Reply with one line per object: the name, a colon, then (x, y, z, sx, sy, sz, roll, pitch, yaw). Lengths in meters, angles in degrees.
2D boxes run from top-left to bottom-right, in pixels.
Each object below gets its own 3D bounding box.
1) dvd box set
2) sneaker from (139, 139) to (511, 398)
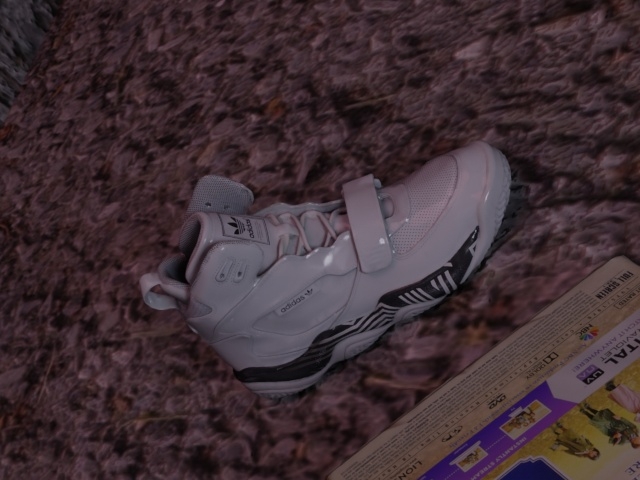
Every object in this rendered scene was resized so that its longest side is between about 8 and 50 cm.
dvd box set: (0.220, 0.182, 0.830, 0.308, 0.062, 0.420, -37, 30, -10)
sneaker: (0.000, 0.000, 1.220, 0.366, 0.210, 0.137, -39, 37, 21)
